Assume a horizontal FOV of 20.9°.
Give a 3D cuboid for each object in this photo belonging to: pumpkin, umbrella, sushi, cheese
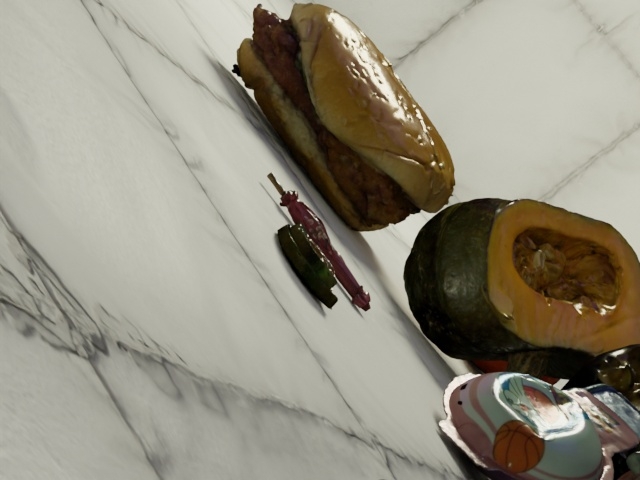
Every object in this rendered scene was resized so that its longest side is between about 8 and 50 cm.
[{"bbox_3d":[0.249,0.080,2.014,0.317,0.139,0.222,19,65,-38],"label":"pumpkin"},{"bbox_3d":[0.000,0.000,1.700,0.165,0.025,0.027,55,-9,2],"label":"umbrella"},{"bbox_3d":[0.344,0.242,1.946,0.213,0.204,0.200,61,6,23],"label":"sushi"},{"bbox_3d":[0.227,0.184,1.704,0.286,0.074,0.189,-3,38,-43],"label":"cheese"}]

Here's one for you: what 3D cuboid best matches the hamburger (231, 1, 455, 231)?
[{"bbox_3d":[0.033,-0.130,2.030,0.282,0.155,0.245,37,24,-46],"label":"hamburger"}]

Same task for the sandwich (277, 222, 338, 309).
[{"bbox_3d":[-0.009,0.017,1.561,0.069,0.026,0.101,49,8,-18],"label":"sandwich"}]

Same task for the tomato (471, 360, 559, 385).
[{"bbox_3d":[0.252,0.099,2.198,0.151,0.187,0.187,21,-5,22],"label":"tomato"}]

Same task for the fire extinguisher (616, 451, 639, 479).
[{"bbox_3d":[0.333,0.304,1.640,0.337,0.106,0.147,56,12,-55],"label":"fire extinguisher"}]
